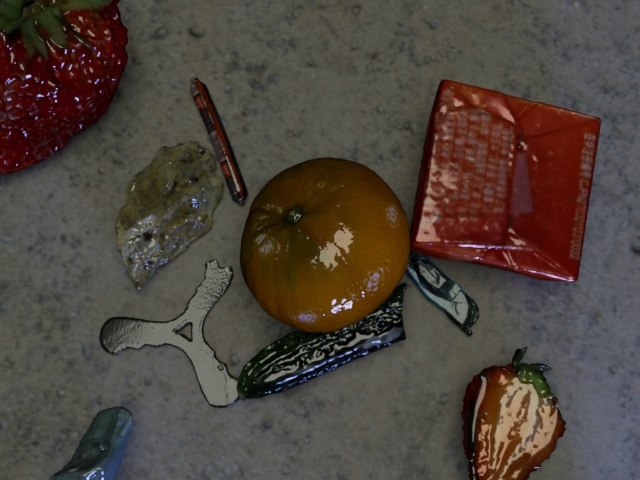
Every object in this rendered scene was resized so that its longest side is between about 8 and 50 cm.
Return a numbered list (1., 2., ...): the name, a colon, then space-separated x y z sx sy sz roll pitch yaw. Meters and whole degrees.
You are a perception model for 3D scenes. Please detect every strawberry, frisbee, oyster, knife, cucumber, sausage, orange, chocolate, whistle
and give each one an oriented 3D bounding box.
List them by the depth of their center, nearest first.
1. whistle: -0.319 0.369 1.612 0.189 0.189 0.348 10 67 0
2. orange: 0.000 0.000 1.671 0.240 0.171 0.240 -16 54 23
3. strawberry: 0.246 0.242 1.699 0.140 0.085 0.192 -7 84 -11
4. cucumber: 0.006 0.139 1.717 0.265 0.077 0.077 -22 80 -5
5. strawberry: -0.401 -0.247 1.723 0.261 0.257 0.261 13 54 -18
6. chocolate: 0.242 -0.072 1.740 0.235 0.108 0.237 12 77 -8
7. frisbee: -0.171 0.114 1.745 0.211 0.012 0.187 31 78 4
8. oyster: -0.215 -0.048 1.747 0.209 0.072 0.133 -44 86 -11
9. knife: 0.110 0.017 1.769 0.296 0.026 0.044 43 92 6
10. sausage: -0.142 -0.140 1.791 0.028 0.025 0.198 -27 78 25
